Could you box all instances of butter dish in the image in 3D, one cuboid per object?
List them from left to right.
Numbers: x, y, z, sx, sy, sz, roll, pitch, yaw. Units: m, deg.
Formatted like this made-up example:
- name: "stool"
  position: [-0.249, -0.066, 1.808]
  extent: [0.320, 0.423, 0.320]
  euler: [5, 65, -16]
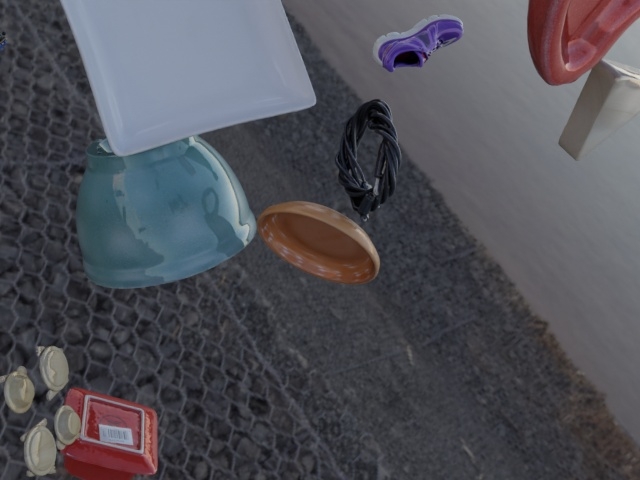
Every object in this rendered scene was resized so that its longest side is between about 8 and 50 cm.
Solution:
- name: "butter dish"
  position: [-0.358, 0.340, 1.254]
  extent: [0.160, 0.118, 0.160]
  euler: [21, 23, -23]

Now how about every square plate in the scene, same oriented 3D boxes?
- name: "square plate"
  position: [-0.214, -0.328, 1.186]
  extent: [0.343, 0.049, 0.348]
  euler: [-19, 89, -26]

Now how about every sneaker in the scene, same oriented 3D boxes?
- name: "sneaker"
  position: [0.173, -0.325, 1.305]
  extent: [0.169, 0.068, 0.071]
  euler: [-25, 57, -12]

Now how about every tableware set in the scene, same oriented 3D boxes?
- name: "tableware set"
  position: [-0.374, 0.229, 1.042]
  extent: [0.141, 0.020, 0.169]
  euler: [-29, 105, -75]

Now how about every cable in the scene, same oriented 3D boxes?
- name: "cable"
  position: [0.066, -0.129, 1.109]
  extent: [0.047, 0.151, 0.185]
  euler: [4, 50, -17]

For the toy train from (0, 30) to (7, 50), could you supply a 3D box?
- name: "toy train"
  position: [-0.738, -0.394, 1.661]
  extent: [0.027, 0.158, 0.036]
  euler: [45, -4, 43]

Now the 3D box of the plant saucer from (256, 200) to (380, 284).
- name: "plant saucer"
  position: [0.000, 0.000, 1.168]
  extent: [0.199, 0.200, 0.037]
  euler: [28, 64, -6]

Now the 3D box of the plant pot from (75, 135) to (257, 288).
- name: "plant pot"
  position: [-0.265, -0.079, 1.241]
  extent: [0.292, 0.196, 0.293]
  euler: [-9, 24, 4]

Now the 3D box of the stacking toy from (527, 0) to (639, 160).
- name: "stacking toy"
  position: [0.229, -0.225, 0.509]
  extent: [0.308, 0.279, 0.130]
  euler: [-34, 62, -4]
